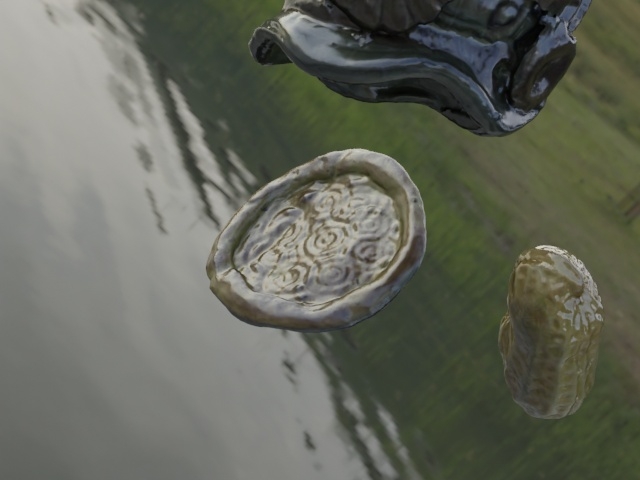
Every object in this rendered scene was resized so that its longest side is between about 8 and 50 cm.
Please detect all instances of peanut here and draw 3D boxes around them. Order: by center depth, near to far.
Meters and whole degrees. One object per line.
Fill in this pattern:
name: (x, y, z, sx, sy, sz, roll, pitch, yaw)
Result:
peanut: (0.200, 0.078, 1.065, 0.093, 0.083, 0.194, -114, -168, -49)

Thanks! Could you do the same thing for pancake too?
pancake: (0.000, 0.000, 1.324, 0.250, 0.250, 0.031, 58, -4, 44)

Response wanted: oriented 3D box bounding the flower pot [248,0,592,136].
flower pot: (0.095, -0.220, 1.086, 0.302, 0.213, 0.302, 17, 4, -1)
